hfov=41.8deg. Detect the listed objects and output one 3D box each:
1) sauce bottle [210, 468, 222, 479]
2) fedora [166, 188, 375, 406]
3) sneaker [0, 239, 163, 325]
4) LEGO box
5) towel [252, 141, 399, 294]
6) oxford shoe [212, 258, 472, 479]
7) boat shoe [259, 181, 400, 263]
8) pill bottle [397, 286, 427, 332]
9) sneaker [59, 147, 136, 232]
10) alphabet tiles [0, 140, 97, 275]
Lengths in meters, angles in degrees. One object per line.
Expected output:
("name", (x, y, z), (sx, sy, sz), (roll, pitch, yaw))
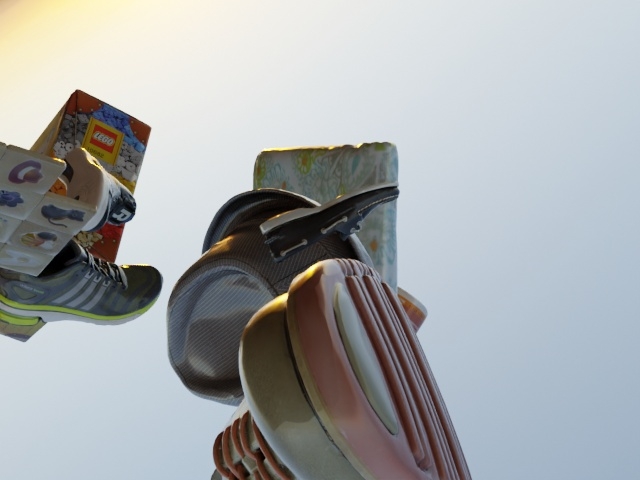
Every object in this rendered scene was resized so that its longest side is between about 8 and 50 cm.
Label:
("sauce bottle", (-0.054, 0.306, 1.218), (0.111, 0.111, 0.344), (-27, 176, 17))
("fedora", (-0.066, 0.081, 0.818), (0.124, 0.244, 0.275), (-25, 174, -44))
("sneaker", (-0.377, 0.062, 1.335), (0.111, 0.300, 0.121), (51, -54, 32))
("LEGO box", (-0.611, -0.039, 1.886), (0.500, 0.193, 0.373), (-33, -140, 44))
("towel", (0.000, 0.000, 1.403), (0.090, 0.321, 0.374), (-6, -173, -32))
("oxford shoe", (0.005, 0.127, 0.482), (0.146, 0.397, 0.141), (-19, -115, 3))
("boat shoe", (0.012, -0.017, 0.712), (0.125, 0.038, 0.046), (-20, 174, -9))
("pill bottle", (0.103, 0.195, 1.611), (0.216, 0.121, 0.121), (-56, -152, -13))
("sneaker", (-0.317, -0.056, 1.250), (0.079, 0.121, 0.217), (-43, -143, 5))
("alphabet tiles", (-0.421, -0.044, 0.847), (0.285, 0.342, 0.011), (-36, -134, 43))
